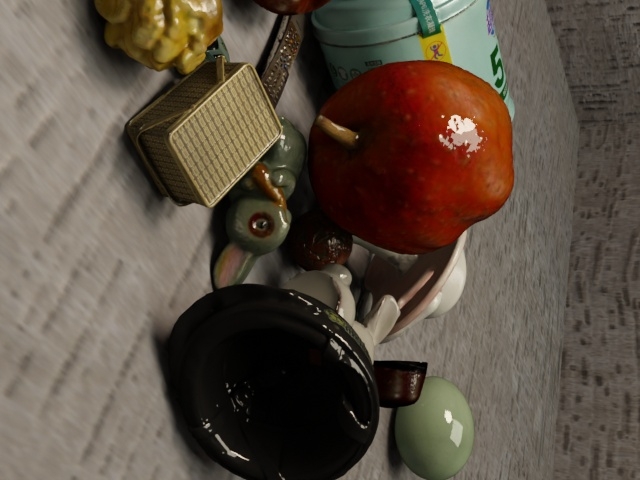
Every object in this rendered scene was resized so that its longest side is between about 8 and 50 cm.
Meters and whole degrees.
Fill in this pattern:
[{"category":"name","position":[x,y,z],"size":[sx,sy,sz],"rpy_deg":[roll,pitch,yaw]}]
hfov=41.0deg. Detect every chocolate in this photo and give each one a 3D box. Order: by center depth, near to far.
[{"category":"chocolate","position":[0.112,0.244,1.451],"size":[0.125,0.148,0.080],"rpy_deg":[7,80,-26]}]

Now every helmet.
[{"category":"helmet","position":[-0.051,0.158,1.056],"size":[0.279,0.230,0.160],"rpy_deg":[55,16,-10]}]

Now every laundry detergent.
[{"category":"laundry detergent","position":[0.147,-0.312,1.399],"size":[0.287,0.287,0.305],"rpy_deg":[-62,141,-45]}]

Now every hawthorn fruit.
[{"category":"hawthorn fruit","position":[0.100,-0.122,1.164],"size":[0.330,0.287,0.287],"rpy_deg":[11,77,-50]}]

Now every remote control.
[{"category":"remote control","position":[-0.061,-0.271,1.269],"size":[0.059,0.028,0.212],"rpy_deg":[63,35,-45]}]

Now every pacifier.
[{"category":"pacifier","position":[0.132,0.018,1.409],"size":[0.332,0.220,0.273],"rpy_deg":[-88,162,-63]}]

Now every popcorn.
[{"category":"popcorn","position":[-0.168,-0.288,0.946],"size":[0.140,0.163,0.194],"rpy_deg":[19,101,-38]}]

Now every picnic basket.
[{"category":"picnic basket","position":[-0.132,-0.128,1.004],"size":[0.164,0.079,0.115],"rpy_deg":[-49,131,-28]}]

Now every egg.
[{"category":"egg","position":[0.213,0.351,1.604],"size":[0.149,0.149,0.192],"rpy_deg":[27,57,-60]}]

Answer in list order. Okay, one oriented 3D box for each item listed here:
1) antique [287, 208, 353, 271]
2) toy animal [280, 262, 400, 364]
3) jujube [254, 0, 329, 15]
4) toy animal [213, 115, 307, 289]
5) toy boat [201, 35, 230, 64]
[{"category":"antique","position":[0.000,0.000,1.278],"size":[0.104,0.104,0.104],"rpy_deg":[12,76,-62]},{"category":"toy animal","position":[0.016,0.123,1.234],"size":[0.193,0.127,0.179],"rpy_deg":[40,65,-51]},{"category":"jujube","position":[-0.053,-0.427,1.172],"size":[0.168,0.168,0.237],"rpy_deg":[-10,78,-63]},{"category":"toy animal","position":[-0.074,-0.049,1.128],"size":[0.138,0.108,0.237],"rpy_deg":[10,79,-64]},{"category":"toy boat","position":[-0.138,-0.224,1.081],"size":[0.141,0.060,0.055],"rpy_deg":[45,23,-59]}]
